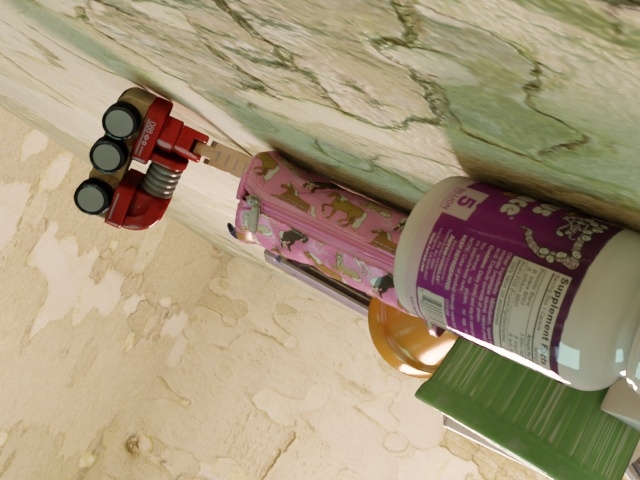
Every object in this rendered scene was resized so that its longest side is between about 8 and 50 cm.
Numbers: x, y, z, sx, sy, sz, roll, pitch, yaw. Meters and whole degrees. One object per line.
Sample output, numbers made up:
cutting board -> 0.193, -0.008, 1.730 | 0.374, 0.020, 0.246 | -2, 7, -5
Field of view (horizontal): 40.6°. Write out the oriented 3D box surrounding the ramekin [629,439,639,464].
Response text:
ramekin -> 0.539, 0.342, 1.709 | 0.207, 0.207, 0.109 | 21, 162, 45

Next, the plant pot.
plant pot -> 0.208, 0.123, 1.483 | 0.205, 0.205, 0.188 | 29, 158, -8

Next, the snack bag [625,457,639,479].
snack bag -> 0.675, 0.462, 1.907 | 0.342, 0.037, 0.323 | 50, -165, -20

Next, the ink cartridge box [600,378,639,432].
ink cartridge box -> 0.544, 0.247, 1.026 | 0.353, 0.119, 0.207 | 30, 173, -14

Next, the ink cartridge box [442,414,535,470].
ink cartridge box -> 0.451, 0.381, 2.051 | 0.285, 0.166, 0.395 | 24, -174, 8

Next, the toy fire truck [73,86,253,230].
toy fire truck -> -0.250, -0.117, 1.442 | 0.246, 0.217, 0.158 | 24, -158, -8

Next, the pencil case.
pencil case -> 0.051, 0.001, 1.299 | 0.386, 0.167, 0.160 | 25, 140, 19

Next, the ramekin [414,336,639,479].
ramekin -> 0.298, 0.232, 1.206 | 0.303, 0.148, 0.303 | 31, 174, 4

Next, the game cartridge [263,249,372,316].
game cartridge -> 0.042, 0.099, 1.886 | 0.355, 0.068, 0.230 | 29, 178, 0

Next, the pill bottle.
pill bottle -> 0.239, 0.050, 0.885 | 0.301, 0.169, 0.169 | 23, 171, 34
